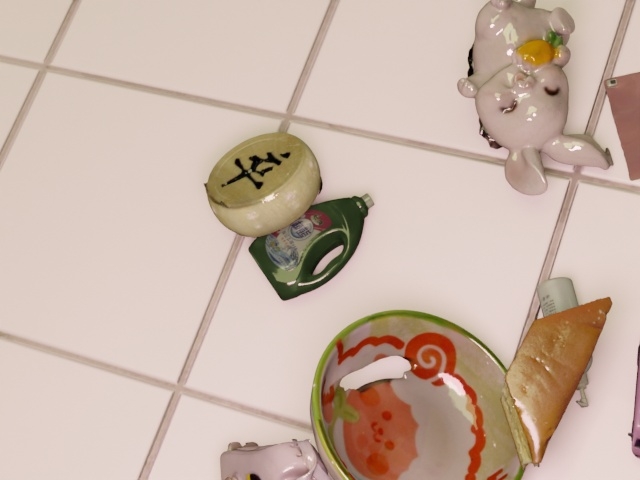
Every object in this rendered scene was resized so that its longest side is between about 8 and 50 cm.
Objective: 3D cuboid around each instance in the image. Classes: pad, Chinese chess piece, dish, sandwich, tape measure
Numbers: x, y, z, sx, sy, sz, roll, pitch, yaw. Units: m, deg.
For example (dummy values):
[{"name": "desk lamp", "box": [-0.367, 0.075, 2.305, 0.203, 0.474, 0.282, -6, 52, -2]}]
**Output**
[{"name": "pad", "box": [0.519, -0.187, 1.930, 0.113, 0.006, 0.188, -12, 64, 9]}, {"name": "Chinese chess piece", "box": [-0.092, -0.093, 1.986, 0.188, 0.083, 0.188, -18, 40, 15]}, {"name": "dish", "box": [0.123, 0.268, 1.740, 0.324, 0.124, 0.324, 11, 55, -16]}, {"name": "sandwich", "box": [0.311, 0.184, 1.701, 0.096, 0.094, 0.258, 27, 72, 13]}, {"name": "tape measure", "box": [-0.060, 0.377, 1.732, 0.120, 0.236, 0.197, 3, 78, -27]}]

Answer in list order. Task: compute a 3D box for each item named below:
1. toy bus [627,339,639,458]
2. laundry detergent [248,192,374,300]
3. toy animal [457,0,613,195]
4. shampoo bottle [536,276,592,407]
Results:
[{"name": "toy bus", "box": [0.481, 0.202, 1.706, 0.096, 0.108, 0.199, 4, 67, 17]}, {"name": "laundry detergent", "box": [0.000, 0.000, 1.959, 0.211, 0.063, 0.137, -33, 55, -3]}, {"name": "toy animal", "box": [0.326, -0.234, 1.929, 0.208, 0.154, 0.325, -21, 82, -18]}, {"name": "shampoo bottle", "box": [0.362, 0.151, 1.793, 0.056, 0.056, 0.195, -14, 65, 9]}]
